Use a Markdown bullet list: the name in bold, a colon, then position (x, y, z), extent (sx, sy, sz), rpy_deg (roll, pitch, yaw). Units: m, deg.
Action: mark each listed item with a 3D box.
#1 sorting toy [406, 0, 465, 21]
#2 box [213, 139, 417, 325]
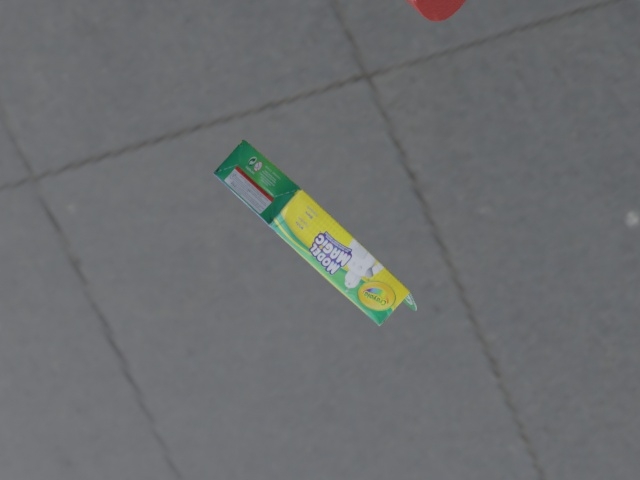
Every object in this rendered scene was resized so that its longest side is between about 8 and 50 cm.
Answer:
- **sorting toy**: position (0.116, -0.292, 1.411), extent (0.126, 0.365, 0.127), rpy_deg (19, 125, 26)
- **box**: position (0.000, 0.000, 1.393), extent (0.179, 0.043, 0.105), rpy_deg (40, -179, -39)
